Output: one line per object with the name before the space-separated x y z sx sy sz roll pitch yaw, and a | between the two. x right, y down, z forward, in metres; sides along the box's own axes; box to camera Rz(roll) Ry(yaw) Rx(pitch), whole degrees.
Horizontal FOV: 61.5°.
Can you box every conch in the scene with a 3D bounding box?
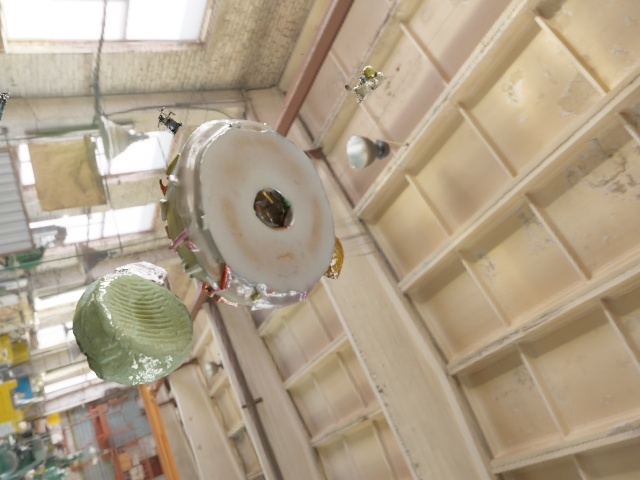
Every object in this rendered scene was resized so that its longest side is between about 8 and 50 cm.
conch | 0.005 -0.002 1.432 0.109 0.093 0.330 50 -18 46

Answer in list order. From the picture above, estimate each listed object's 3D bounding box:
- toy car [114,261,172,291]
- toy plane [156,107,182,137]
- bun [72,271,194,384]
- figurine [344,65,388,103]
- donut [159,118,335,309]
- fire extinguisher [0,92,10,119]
toy car | -0.419 0.115 1.329 0.209 0.108 0.090 14 -65 42
toy plane | -0.307 -0.238 1.083 0.031 0.049 0.120 -60 -168 -9
bun | -0.303 0.146 0.866 0.118 0.195 0.195 -46 -122 23
figurine | 0.094 -0.322 1.095 0.051 0.083 0.047 48 -9 -12
donut | -0.132 -0.044 1.024 0.142 0.382 0.383 -21 -97 39
fire extinguisher | -0.759 -0.313 1.262 0.083 0.038 0.025 -67 -160 5
